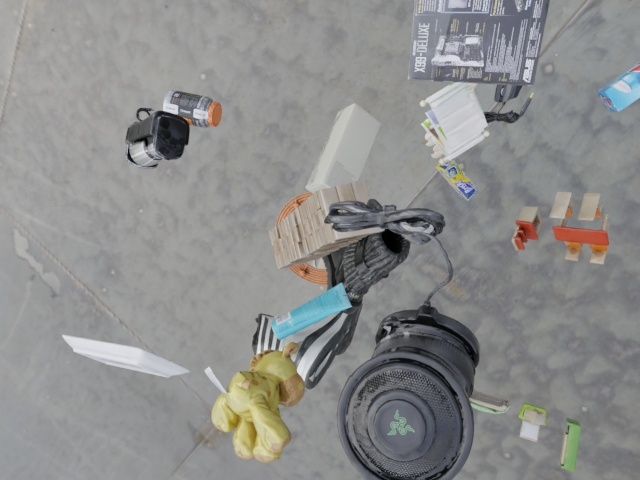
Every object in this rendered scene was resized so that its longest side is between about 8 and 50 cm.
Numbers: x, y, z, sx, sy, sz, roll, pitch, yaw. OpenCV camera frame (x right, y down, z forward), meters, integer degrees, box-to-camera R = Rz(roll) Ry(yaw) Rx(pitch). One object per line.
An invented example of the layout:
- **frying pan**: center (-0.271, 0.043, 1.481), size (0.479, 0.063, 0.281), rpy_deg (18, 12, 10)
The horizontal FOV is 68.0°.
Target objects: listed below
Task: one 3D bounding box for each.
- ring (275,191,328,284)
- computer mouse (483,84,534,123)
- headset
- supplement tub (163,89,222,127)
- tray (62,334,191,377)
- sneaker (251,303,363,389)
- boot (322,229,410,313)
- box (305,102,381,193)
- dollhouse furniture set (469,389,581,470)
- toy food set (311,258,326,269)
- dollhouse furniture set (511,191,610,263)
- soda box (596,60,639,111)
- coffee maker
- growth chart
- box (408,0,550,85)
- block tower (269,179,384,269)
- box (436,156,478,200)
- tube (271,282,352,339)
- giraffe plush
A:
- **ring**: center (0.000, 0.000, 1.591), size (0.337, 0.032, 0.336), rpy_deg (7, 111, 17)
- **computer mouse**: center (0.647, -0.513, 1.583), size (0.060, 0.184, 0.262), rpy_deg (27, 97, -26)
- **headset**: center (0.082, 0.154, 0.541), size (0.185, 0.243, 0.393), rpy_deg (8, 106, 18)
- **supplement tub**: center (-0.471, -0.484, 1.757), size (0.191, 0.117, 0.116), rpy_deg (13, 115, 8)
- **tray**: center (-0.416, 0.247, 1.000), size (0.271, 0.030, 0.145), rpy_deg (-1, 149, 32)
- **sneaker**: center (-0.045, 0.249, 1.425), size (0.258, 0.447, 0.169), rpy_deg (21, 110, 18)
- **boot**: center (0.123, 0.010, 1.328), size (0.131, 0.347, 0.260), rpy_deg (19, 126, -21)
- **box**: center (0.068, -0.246, 1.369), size (0.113, 0.275, 0.094), rpy_deg (32, 160, -26)
- **dollhouse furniture set**: center (0.266, 0.254, 0.648), size (0.152, 0.076, 0.058), rpy_deg (10, 85, 24)
- **toy food set**: center (0.123, 0.064, 1.913), size (0.219, 0.306, 0.092), rpy_deg (108, 152, -53)
- **dollhouse furniture set**: center (0.756, -0.022, 1.487), size (0.259, 0.135, 0.262), rpy_deg (9, 154, 41)
- **soda box**: center (0.869, -0.441, 1.273), size (0.210, 0.067, 0.071), rpy_deg (-37, 96, 18)
- **coffee maker**: center (-0.442, -0.287, 1.266), size (0.178, 0.120, 0.171), rpy_deg (-4, 103, 46)
- **growth chart**: center (0.343, -0.304, 1.217), size (0.172, 0.021, 0.237), rpy_deg (-25, 138, 13)
- **box**: center (0.303, -0.458, 0.898), size (0.243, 0.076, 0.307), rpy_deg (8, 116, 17)
- **block tower**: center (-0.005, -0.020, 0.899), size (0.335, 0.091, 0.097), rpy_deg (-25, 78, 66)
- **box**: center (0.487, -0.218, 1.688), size (0.054, 0.059, 0.169), rpy_deg (-47, 120, 6)
- **tube**: center (-0.025, 0.184, 1.209), size (0.207, 0.052, 0.080), rpy_deg (-28, 52, 6)
- **giraffe plush**: center (-0.105, 0.291, 0.920), size (0.181, 0.170, 0.210), rpy_deg (-19, 98, 41)
